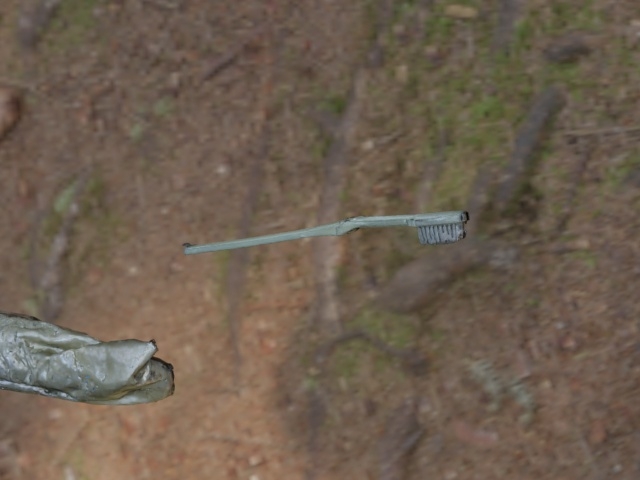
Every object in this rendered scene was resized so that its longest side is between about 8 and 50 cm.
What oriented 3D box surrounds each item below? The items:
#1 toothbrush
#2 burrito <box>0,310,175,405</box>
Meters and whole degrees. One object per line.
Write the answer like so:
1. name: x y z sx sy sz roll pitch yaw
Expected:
1. toothbrush: -0.001 -0.006 1.490 0.294 0.026 0.028 -3 98 31
2. burrito: -0.203 0.080 1.191 0.229 0.063 0.058 5 105 28
